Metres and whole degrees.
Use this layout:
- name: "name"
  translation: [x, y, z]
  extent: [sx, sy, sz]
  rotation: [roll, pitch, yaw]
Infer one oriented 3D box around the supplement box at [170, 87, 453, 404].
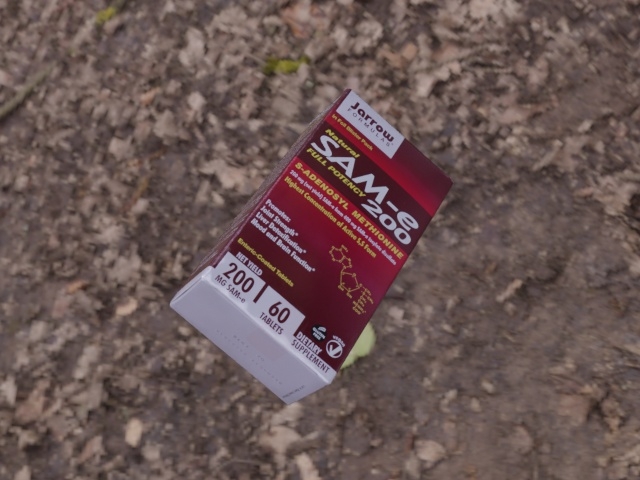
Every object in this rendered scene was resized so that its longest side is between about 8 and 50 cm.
- name: "supplement box"
  translation: [0.000, 0.000, 0.886]
  extent: [0.073, 0.130, 0.239]
  rotation: [-37, 15, 53]
